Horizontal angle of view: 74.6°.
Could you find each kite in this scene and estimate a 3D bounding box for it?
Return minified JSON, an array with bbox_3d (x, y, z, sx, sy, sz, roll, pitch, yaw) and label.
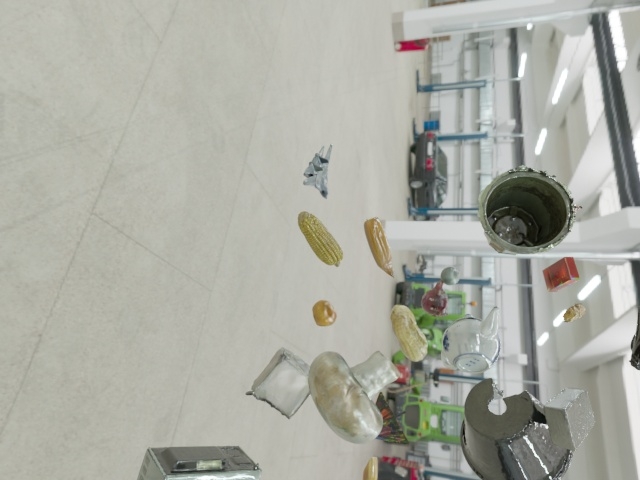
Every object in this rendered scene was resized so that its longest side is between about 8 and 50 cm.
[{"bbox_3d":[0.291,0.847,1.951,0.016,0.233,0.321,59,-1,-28],"label":"kite"}]

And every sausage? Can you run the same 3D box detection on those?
[{"bbox_3d":[0.304,0.041,2.134,0.112,0.112,0.329,10,60,-73],"label":"sausage"}]

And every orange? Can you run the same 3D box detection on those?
[{"bbox_3d":[0.018,0.405,2.321,0.155,0.134,0.155,53,-3,4],"label":"orange"}]

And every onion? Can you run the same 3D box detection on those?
[{"bbox_3d":[0.612,0.309,2.261,0.173,0.135,0.199,75,16,-83],"label":"onion"}]

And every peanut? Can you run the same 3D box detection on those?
[{"bbox_3d":[0.428,0.452,2.052,0.306,0.146,0.147,61,27,-17],"label":"peanut"}]

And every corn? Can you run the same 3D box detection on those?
[{"bbox_3d":[0.000,0.000,1.925,0.322,0.119,0.119,51,35,-24],"label":"corn"}]

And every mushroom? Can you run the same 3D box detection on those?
[{"bbox_3d":[0.094,0.375,1.077,0.243,0.243,0.244,1,90,-73],"label":"mushroom"}]

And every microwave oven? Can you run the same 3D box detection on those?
[{"bbox_3d":[-0.422,0.847,1.408,0.354,0.218,0.287,18,84,-36],"label":"microwave oven"}]

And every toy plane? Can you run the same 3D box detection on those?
[{"bbox_3d":[-0.008,-0.253,1.718,0.212,0.088,0.267,-56,163,-20],"label":"toy plane"}]

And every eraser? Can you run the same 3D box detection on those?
[{"bbox_3d":[0.774,0.541,1.303,0.352,0.077,0.112,6,72,-48],"label":"eraser"}]

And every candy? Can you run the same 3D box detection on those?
[{"bbox_3d":[-0.126,0.488,1.453,0.195,0.184,0.137,-52,-171,2],"label":"candy"}]

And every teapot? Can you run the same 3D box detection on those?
[{"bbox_3d":[0.690,0.455,1.937,0.280,0.252,0.424,-76,-168,-45],"label":"teapot"}]

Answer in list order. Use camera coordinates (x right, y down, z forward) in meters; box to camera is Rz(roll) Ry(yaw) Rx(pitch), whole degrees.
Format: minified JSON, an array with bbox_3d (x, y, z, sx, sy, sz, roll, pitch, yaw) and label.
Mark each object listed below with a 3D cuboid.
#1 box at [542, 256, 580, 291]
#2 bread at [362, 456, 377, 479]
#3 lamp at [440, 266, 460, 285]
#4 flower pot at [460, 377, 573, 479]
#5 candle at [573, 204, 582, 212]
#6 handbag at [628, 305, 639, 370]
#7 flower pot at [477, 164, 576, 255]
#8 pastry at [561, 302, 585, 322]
[{"bbox_3d":[1.089,0.156,1.910,0.175,0.048,0.113,103,-14,-63],"label":"box"},{"bbox_3d":[0.194,0.903,1.630,0.062,0.049,0.103,-47,-162,34],"label":"bread"},{"bbox_3d":[0.710,0.196,2.299,0.105,0.105,0.105,1,90,-73],"label":"lamp"},{"bbox_3d":[0.640,0.646,1.453,0.251,0.378,0.380,56,35,-34],"label":"flower pot"},{"bbox_3d":[1.107,-0.132,1.946,0.059,0.301,0.085,15,-63,64],"label":"candle"},{"bbox_3d":[1.022,0.242,1.198,0.114,0.285,0.257,-121,-167,-55],"label":"handbag"},{"bbox_3d":[0.669,-0.070,1.414,0.259,0.289,0.291,43,50,-69],"label":"flower pot"},{"bbox_3d":[1.101,0.312,1.818,0.140,0.056,0.080,-14,137,-39],"label":"pastry"}]
